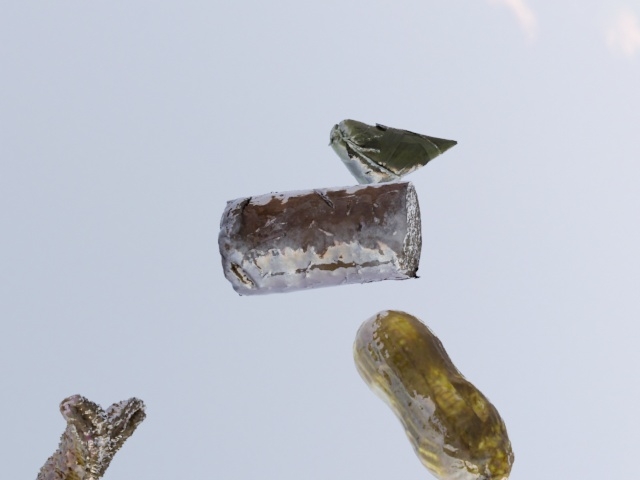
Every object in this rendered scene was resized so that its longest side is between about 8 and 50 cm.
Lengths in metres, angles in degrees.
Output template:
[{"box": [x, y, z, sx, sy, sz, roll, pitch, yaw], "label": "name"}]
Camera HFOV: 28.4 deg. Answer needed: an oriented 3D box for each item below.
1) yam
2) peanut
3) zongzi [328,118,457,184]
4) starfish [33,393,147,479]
[{"box": [0.000, 0.000, 0.896, 0.079, 0.141, 0.079, -6, -90, -76], "label": "yam"}, {"box": [0.103, 0.149, 1.171, 0.087, 0.087, 0.207, 9, -144, -53], "label": "peanut"}, {"box": [0.077, -0.111, 1.383, 0.109, 0.119, 0.055, 49, -162, -45], "label": "zongzi"}, {"box": [-0.165, 0.168, 0.801, 0.043, 0.227, 0.240, 31, -152, 4], "label": "starfish"}]
